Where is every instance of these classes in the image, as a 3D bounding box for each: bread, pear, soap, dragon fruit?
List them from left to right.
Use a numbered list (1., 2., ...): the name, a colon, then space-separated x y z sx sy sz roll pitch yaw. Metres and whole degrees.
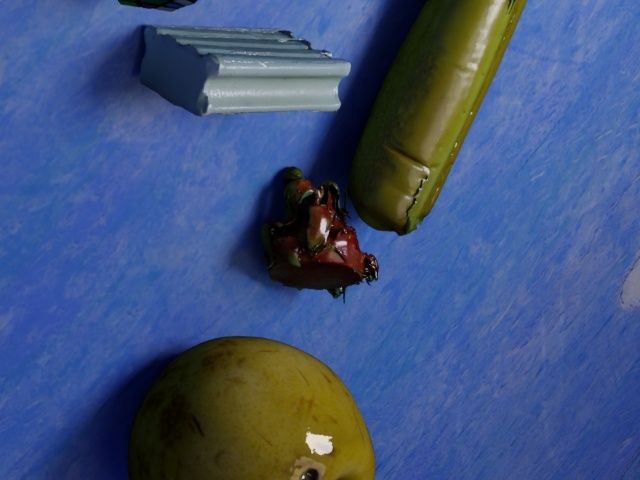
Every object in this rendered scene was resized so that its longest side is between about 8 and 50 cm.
1. soap: -0.077 -0.172 1.495 0.198 0.114 0.063 -6 119 -46
2. pear: -0.080 0.243 1.665 0.281 0.281 0.280 -28 134 -34
3. dragon fruit: 0.000 0.000 1.703 0.138 0.142 0.175 -4 100 -9
4. bread: 0.136 -0.188 1.720 0.383 0.112 0.166 -65 170 9

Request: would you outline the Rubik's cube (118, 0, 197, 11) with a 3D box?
1. Rubik's cube: -0.149 -0.273 1.345 0.112 0.133 0.133 -24 138 0
